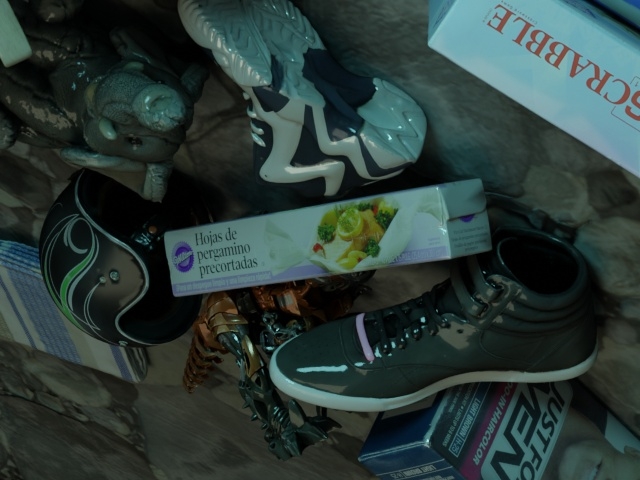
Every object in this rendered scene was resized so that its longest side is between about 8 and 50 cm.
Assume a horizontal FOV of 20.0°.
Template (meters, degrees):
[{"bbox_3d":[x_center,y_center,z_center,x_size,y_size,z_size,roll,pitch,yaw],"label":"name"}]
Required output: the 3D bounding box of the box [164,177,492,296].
[{"bbox_3d":[0.000,0.000,1.585,0.324,0.067,0.063,-9,90,41],"label":"box"}]

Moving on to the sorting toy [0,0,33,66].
[{"bbox_3d":[-0.332,-0.266,1.358,0.255,0.089,0.257,50,166,57],"label":"sorting toy"}]

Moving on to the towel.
[{"bbox_3d":[-0.333,0.061,2.038,0.285,0.034,0.209,17,148,22],"label":"towel"}]

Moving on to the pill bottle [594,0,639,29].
[{"bbox_3d":[0.260,-0.182,1.125,0.272,0.152,0.152,31,148,-4],"label":"pill bottle"}]

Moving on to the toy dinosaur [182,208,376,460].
[{"bbox_3d":[-0.035,0.084,1.770,0.218,0.164,0.322,56,160,1],"label":"toy dinosaur"}]

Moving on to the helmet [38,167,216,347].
[{"bbox_3d":[-0.188,0.018,1.745,0.169,0.169,0.161,26,133,4],"label":"helmet"}]

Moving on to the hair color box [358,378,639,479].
[{"bbox_3d":[0.213,0.234,1.727,0.347,0.174,0.105,42,144,-22],"label":"hair color box"}]

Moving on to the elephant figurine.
[{"bbox_3d":[-0.170,-0.110,1.539,0.239,0.186,0.169,23,127,25],"label":"elephant figurine"}]

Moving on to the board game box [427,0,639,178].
[{"bbox_3d":[0.218,-0.090,1.179,0.319,0.318,0.066,31,104,-5],"label":"board game box"}]

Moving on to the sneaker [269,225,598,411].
[{"bbox_3d":[0.100,0.060,1.569,0.296,0.104,0.147,-6,137,-5],"label":"sneaker"}]

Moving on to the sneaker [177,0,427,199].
[{"bbox_3d":[-0.043,-0.111,1.510,0.235,0.094,0.153,29,141,-20],"label":"sneaker"}]
